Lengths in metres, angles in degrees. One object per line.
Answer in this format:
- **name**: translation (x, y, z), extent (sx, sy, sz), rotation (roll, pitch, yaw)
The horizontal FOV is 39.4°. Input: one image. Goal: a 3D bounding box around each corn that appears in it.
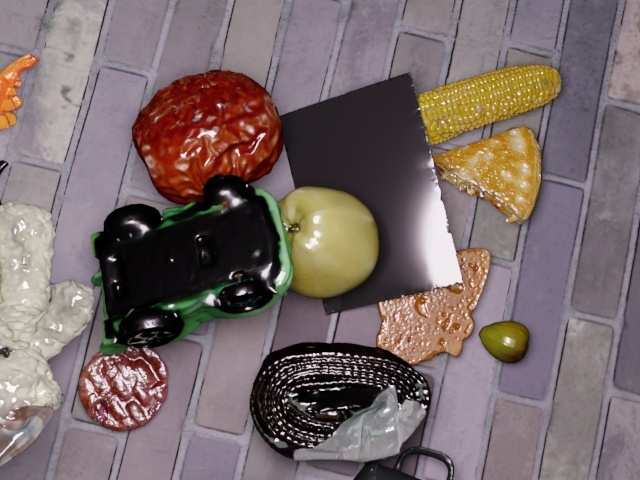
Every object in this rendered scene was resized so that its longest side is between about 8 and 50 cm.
- **corn**: translation (0.288, -0.243, 1.570), extent (0.292, 0.101, 0.101), rotation (-16, 85, -10)

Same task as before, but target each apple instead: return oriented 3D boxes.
- **apple**: translation (0.000, 0.000, 1.453), extent (0.200, 0.200, 0.200), rotation (1, 83, -6)

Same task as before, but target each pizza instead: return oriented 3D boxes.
- **pizza**: translation (0.288, -0.122, 1.573), extent (0.199, 0.062, 0.188), rotation (10, 69, 2)

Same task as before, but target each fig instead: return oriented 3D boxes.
- **fig**: translation (0.314, 0.171, 1.533), extent (0.088, 0.074, 0.074), rotation (18, 81, 15)

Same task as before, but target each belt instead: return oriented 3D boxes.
- **belt**: translation (0.032, 0.258, 1.436), extent (0.289, 0.164, 0.184), rotation (0, 91, -1)

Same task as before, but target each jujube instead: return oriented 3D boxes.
- **jujube**: translation (-0.184, -0.173, 1.459), extent (0.232, 0.213, 0.212), rotation (-24, 86, -9)

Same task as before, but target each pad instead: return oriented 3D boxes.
- **pad**: translation (0.082, -0.077, 1.527), extent (0.248, 0.007, 0.367), rotation (-15, 85, 14)

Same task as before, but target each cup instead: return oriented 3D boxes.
- **cup**: translation (0.128, 0.431, 1.441), extent (0.177, 0.169, 0.223), rotation (27, 66, 5)

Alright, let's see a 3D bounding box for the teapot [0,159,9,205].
- **teapot**: translation (-0.599, -0.095, 1.465), extent (0.177, 0.087, 0.096), rotation (-12, 80, -7)

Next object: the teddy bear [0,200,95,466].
- **teddy bear**: translation (-0.497, 0.123, 1.306), extent (0.328, 0.362, 0.375), rotation (-10, 89, -8)

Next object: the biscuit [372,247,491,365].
- **biscuit**: translation (0.189, 0.115, 1.538), extent (0.183, 0.043, 0.280), rotation (43, 82, -1)

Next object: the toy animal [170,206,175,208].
- **toy animal**: translation (-0.162, 0.007, 1.505), extent (0.182, 0.073, 0.136), rotation (1, 90, -9)

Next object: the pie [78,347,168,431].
- **pie**: translation (-0.323, 0.238, 1.475), extent (0.154, 0.038, 0.153), rotation (1, 81, -8)

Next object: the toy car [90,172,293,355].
- **toy car**: translation (-0.214, 0.051, 1.385), extent (0.359, 0.176, 0.213), rotation (-18, 67, 7)

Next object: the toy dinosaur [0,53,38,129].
- **toy dinosaur**: translation (-0.576, -0.204, 1.491), extent (0.288, 0.070, 0.117), rotation (-41, 89, -4)
